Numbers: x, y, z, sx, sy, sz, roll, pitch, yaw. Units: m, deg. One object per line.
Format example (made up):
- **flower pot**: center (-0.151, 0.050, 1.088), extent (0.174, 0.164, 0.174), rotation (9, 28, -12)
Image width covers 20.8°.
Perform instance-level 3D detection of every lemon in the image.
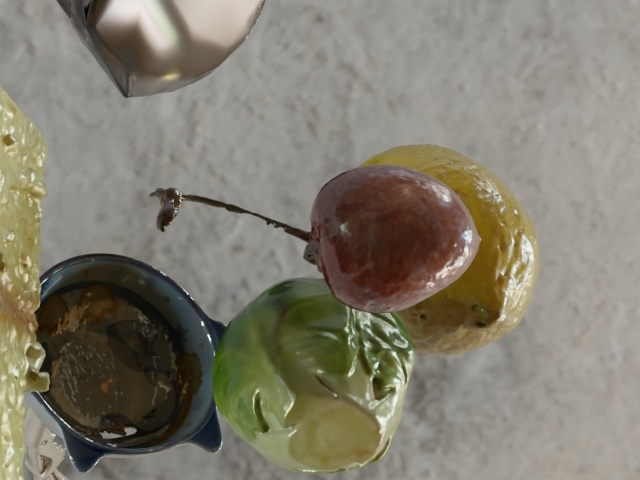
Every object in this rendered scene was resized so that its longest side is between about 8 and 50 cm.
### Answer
- **lemon**: center (0.101, 0.007, 1.623), extent (0.188, 0.256, 0.188), rotation (-17, 128, -23)

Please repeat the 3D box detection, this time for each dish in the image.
- **dish**: center (-0.202, 0.131, 1.628), extent (0.236, 0.086, 0.228), rotation (18, 54, -22)

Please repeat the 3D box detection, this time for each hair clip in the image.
- **hair clip**: center (-0.280, 0.216, 1.741), extent (0.034, 0.226, 0.072), rotation (38, 62, 21)

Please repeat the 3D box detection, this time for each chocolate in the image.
- **chocolate**: center (-0.203, -0.325, 1.998), extent (0.283, 0.283, 0.186), rotation (-33, 52, -31)

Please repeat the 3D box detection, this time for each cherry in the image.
- **cherry**: center (0.000, 0.000, 1.184), extent (0.225, 0.090, 0.107), rotation (-3, 60, -8)

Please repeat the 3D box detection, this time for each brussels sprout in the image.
- **brussels sprout**: center (-0.008, 0.112, 1.441), extent (0.161, 0.144, 0.180), rotation (13, 31, -2)

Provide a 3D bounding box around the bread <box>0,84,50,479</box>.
- **bread**: center (-0.267, 0.036, 1.027), extent (0.198, 0.236, 0.263), rotation (-4, 74, 14)
